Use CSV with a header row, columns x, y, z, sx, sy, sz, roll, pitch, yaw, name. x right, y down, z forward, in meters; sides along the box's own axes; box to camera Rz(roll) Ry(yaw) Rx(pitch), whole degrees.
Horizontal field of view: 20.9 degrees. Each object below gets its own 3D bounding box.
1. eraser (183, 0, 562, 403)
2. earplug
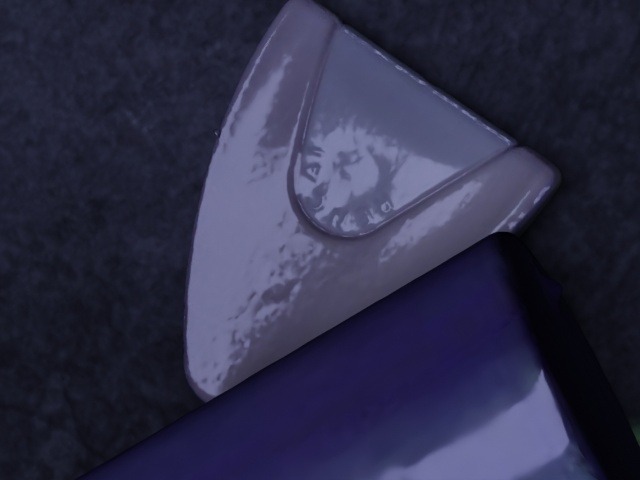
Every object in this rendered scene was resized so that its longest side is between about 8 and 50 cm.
x,y,z,sx,sy,sz,roll,pitch,yaw,name
0.000,0.000,1.073,0.204,0.059,0.243,37,98,15,eraser
-0.041,0.187,0.987,0.456,0.215,0.215,-28,81,12,earplug
